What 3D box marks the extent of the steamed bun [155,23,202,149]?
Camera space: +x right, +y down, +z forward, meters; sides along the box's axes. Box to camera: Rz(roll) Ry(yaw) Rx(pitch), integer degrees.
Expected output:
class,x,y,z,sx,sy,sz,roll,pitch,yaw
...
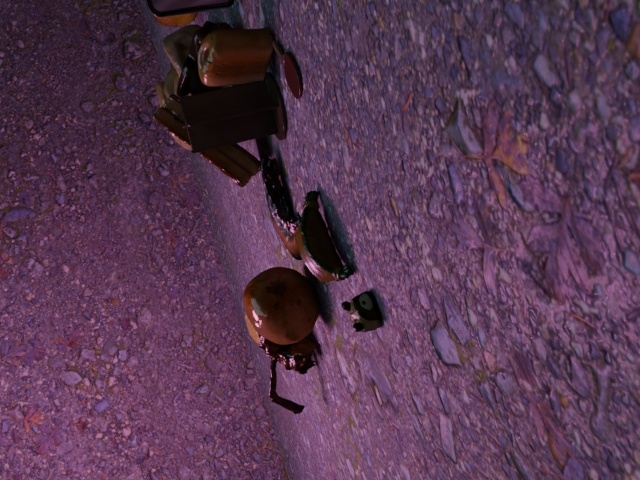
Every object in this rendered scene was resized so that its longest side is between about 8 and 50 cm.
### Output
class,x,y,z,sx,sy,sz,roll,pitch,yaw
steamed bun,-0.384,-0.452,2.086,0.372,0.231,0.324,100,154,-63

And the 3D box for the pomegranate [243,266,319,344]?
class,x,y,z,sx,sy,sz,roll,pitch,yaw
pomegranate,-0.105,0.170,1.772,0.207,0.207,0.207,164,90,-75

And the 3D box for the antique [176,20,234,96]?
class,x,y,z,sx,sy,sz,roll,pitch,yaw
antique,-0.288,-0.473,1.825,0.121,0.144,0.256,-70,6,-55

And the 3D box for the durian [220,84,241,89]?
class,x,y,z,sx,sy,sz,roll,pitch,yaw
durian,-0.216,-0.351,1.821,0.189,0.091,0.148,-16,98,54

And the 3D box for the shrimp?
class,x,y,z,sx,sy,sz,roll,pitch,yaw
shrimp,-0.092,-0.083,1.733,0.222,0.054,0.290,-162,54,-73

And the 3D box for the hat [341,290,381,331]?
class,x,y,z,sx,sy,sz,roll,pitch,yaw
hat,0.082,0.148,1.353,0.076,0.059,0.077,111,136,-73

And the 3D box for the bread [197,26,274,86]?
class,x,y,z,sx,sy,sz,roll,pitch,yaw
bread,-0.193,-0.415,1.515,0.085,0.173,0.134,56,139,27

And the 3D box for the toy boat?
class,x,y,z,sx,sy,sz,roll,pitch,yaw
toy boat,0.000,0.000,1.469,0.088,0.089,0.229,-43,58,31

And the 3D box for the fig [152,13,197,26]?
class,x,y,z,sx,sy,sz,roll,pitch,yaw
fig,-0.440,-0.773,2.163,0.257,0.159,0.159,6,113,53

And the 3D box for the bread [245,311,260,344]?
class,x,y,z,sx,sy,sz,roll,pitch,yaw
bread,-0.162,0.274,2.196,0.236,0.140,0.106,-145,45,-67

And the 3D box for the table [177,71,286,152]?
class,x,y,z,sx,sy,sz,roll,pitch,yaw
table,-0.215,-0.298,1.622,0.167,0.227,0.167,165,90,-75

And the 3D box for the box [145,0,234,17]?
class,x,y,z,sx,sy,sz,roll,pitch,yaw
box,-0.296,-0.627,1.585,0.135,0.244,0.163,6,111,62

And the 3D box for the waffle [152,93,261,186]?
class,x,y,z,sx,sy,sz,roll,pitch,yaw
waffle,-0.300,-0.272,1.870,0.308,0.091,0.213,39,-176,-8

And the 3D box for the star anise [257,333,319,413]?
class,x,y,z,sx,sy,sz,roll,pitch,yaw
star anise,-0.096,0.360,2.000,0.238,0.148,0.346,10,119,38

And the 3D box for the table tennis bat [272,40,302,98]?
class,x,y,z,sx,sy,sz,roll,pitch,yaw
table tennis bat,-0.069,-0.370,1.444,0.087,0.013,0.156,94,154,-57
